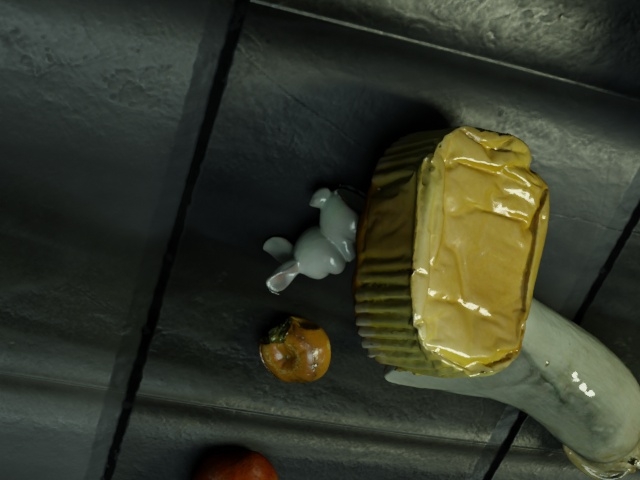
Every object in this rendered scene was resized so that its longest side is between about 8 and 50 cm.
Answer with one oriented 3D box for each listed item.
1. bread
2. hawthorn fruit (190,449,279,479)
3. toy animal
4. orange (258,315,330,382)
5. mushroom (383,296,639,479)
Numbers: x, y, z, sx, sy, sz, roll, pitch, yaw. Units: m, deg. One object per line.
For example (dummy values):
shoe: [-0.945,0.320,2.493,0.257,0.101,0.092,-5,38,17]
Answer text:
bread: [0.123,0.010,0.970,0.179,0.133,0.250,13,78,-35]
hawthorn fruit: [-0.110,0.324,1.219,0.125,0.140,0.125,11,117,22]
toy animal: [0.005,0.003,1.044,0.085,0.071,0.124,26,116,-25]
orange: [-0.025,0.125,1.128,0.086,0.062,0.086,13,115,29]
mushroom: [0.279,0.178,1.179,0.397,0.126,0.177,30,131,-26]
